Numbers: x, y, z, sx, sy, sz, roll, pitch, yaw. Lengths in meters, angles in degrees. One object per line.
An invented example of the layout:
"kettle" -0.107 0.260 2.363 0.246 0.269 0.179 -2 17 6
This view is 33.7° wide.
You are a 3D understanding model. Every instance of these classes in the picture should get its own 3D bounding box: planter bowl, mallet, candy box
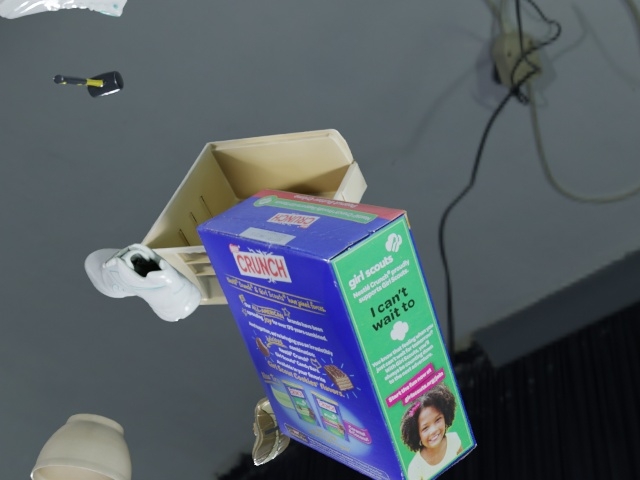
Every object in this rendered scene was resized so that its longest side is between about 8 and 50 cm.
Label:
"planter bowl" -0.382 0.354 1.745 0.162 0.109 0.162 6 145 4
"mallet" -0.416 -0.273 1.838 0.062 0.189 0.039 -14 91 23
"candy box" 0.017 0.110 1.249 0.268 0.122 0.317 14 131 52

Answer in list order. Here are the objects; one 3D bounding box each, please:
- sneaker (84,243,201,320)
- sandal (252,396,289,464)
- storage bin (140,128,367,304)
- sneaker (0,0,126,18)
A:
"sneaker" -0.175 0.025 0.997 0.152 0.054 0.061 15 145 41
"sandal" -0.097 0.340 1.931 0.072 0.049 0.180 -17 134 -20
"storage bin" -0.095 -0.036 1.621 0.260 0.262 0.123 -4 130 29
"sneaker" -0.274 -0.297 1.240 0.212 0.080 0.094 -26 125 4
